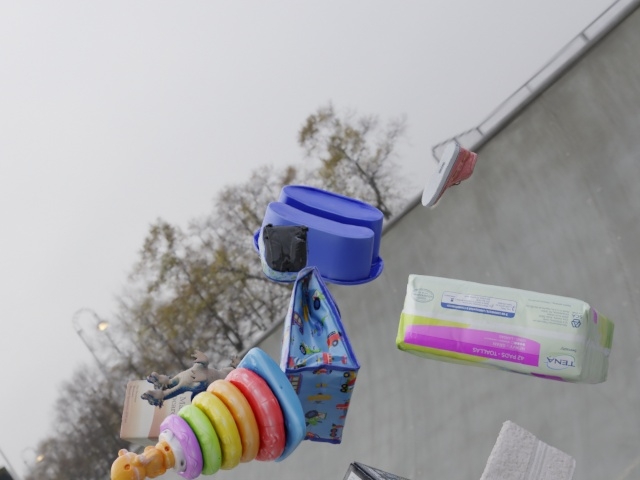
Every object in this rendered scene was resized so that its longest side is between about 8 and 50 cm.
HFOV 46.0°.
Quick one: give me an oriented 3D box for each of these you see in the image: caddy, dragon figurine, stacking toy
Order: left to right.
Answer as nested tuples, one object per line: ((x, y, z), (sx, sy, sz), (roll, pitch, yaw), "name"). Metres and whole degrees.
((-0.189, 0.314, 1.191), (0.301, 0.175, 0.166), (-20, -23, -35), "stacking toy")
((-0.228, 0.309, 1.598), (0.289, 0.085, 0.144), (11, -40, -23), "dragon figurine")
((0.000, 0.000, 1.907), (0.241, 0.341, 0.179), (-57, -19, -58), "caddy")

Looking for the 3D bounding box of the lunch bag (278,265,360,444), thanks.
((-0.032, 0.210, 1.456), (0.138, 0.293, 0.221), (0, -50, -12), "lunch bag")

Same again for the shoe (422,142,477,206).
((0.332, -0.156, 1.926), (0.178, 0.081, 0.063), (-65, 24, 14), "shoe")

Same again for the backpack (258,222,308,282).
((-0.077, 0.032, 1.581), (0.105, 0.114, 0.084), (3, -32, -15), "backpack")

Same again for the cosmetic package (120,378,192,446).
((-0.329, 0.426, 1.865), (0.296, 0.153, 0.129), (-8, -26, 19), "cosmetic package")

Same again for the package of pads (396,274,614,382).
((0.244, 0.121, 0.979), (0.296, 0.229, 0.101), (23, -104, -61), "package of pads")

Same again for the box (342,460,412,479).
((0.249, 0.518, 1.233), (0.395, 0.318, 0.097), (22, 87, 56), "box")

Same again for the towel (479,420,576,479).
((0.455, 0.536, 1.678), (0.282, 0.187, 0.049), (-47, -17, -49), "towel")
